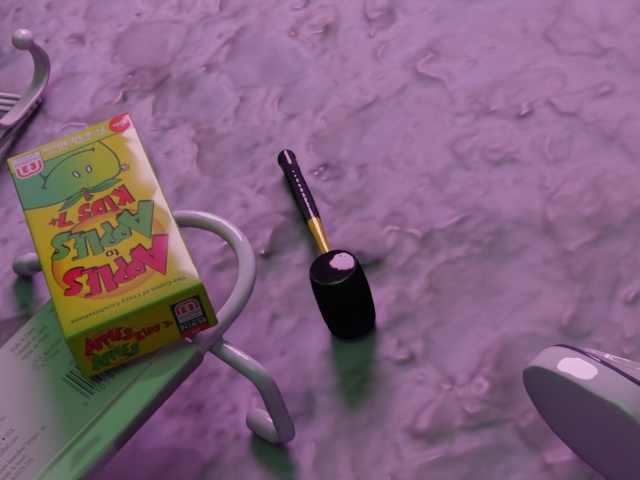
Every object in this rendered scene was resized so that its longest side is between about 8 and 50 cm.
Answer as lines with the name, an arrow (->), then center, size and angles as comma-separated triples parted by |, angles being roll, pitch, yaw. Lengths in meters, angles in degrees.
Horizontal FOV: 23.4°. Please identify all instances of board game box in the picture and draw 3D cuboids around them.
board game box -> -0.141, -0.001, 1.020 | 0.092, 0.043, 0.181 | -22, 46, -6

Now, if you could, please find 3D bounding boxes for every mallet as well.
mallet -> 0.000, 0.000, 1.145 | 0.039, 0.062, 0.190 | -21, 34, -1

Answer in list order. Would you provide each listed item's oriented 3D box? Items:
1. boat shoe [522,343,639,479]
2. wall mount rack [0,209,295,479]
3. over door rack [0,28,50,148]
boat shoe -> 0.251, 0.123, 0.924 | 0.267, 0.096, 0.088 | 26, 59, 31
wall mount rack -> -0.200, 0.116, 1.054 | 0.304, 0.130, 0.350 | 30, 65, 31
over door rack -> -0.395, -0.062, 1.265 | 0.239, 0.108, 0.324 | 8, 55, 24
